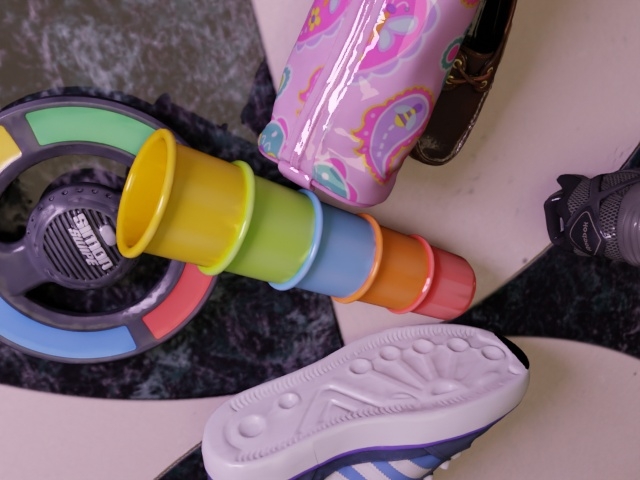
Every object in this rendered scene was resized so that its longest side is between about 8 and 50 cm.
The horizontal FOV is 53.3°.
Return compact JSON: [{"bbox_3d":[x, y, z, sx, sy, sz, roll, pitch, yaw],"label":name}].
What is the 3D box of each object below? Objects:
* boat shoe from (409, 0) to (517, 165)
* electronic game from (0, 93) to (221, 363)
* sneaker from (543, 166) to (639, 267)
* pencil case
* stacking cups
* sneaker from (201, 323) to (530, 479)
[{"bbox_3d":[0.114,-0.158,0.522,0.073,0.073,0.207,2,111,-17],"label":"boat shoe"},{"bbox_3d":[-0.190,-0.002,0.518,0.229,0.048,0.230,-5,111,-12],"label":"electronic game"},{"bbox_3d":[0.303,-0.045,0.615,0.227,0.130,0.087,-28,113,-33],"label":"sneaker"},{"bbox_3d":[0.050,-0.169,0.455,0.124,0.124,0.284,15,116,-19],"label":"pencil case"},{"bbox_3d":[0.000,0.000,0.531,0.316,0.096,0.096,15,107,-34],"label":"stacking cups"},{"bbox_3d":[0.050,0.229,0.636,0.322,0.130,0.237,-15,123,-13],"label":"sneaker"}]
